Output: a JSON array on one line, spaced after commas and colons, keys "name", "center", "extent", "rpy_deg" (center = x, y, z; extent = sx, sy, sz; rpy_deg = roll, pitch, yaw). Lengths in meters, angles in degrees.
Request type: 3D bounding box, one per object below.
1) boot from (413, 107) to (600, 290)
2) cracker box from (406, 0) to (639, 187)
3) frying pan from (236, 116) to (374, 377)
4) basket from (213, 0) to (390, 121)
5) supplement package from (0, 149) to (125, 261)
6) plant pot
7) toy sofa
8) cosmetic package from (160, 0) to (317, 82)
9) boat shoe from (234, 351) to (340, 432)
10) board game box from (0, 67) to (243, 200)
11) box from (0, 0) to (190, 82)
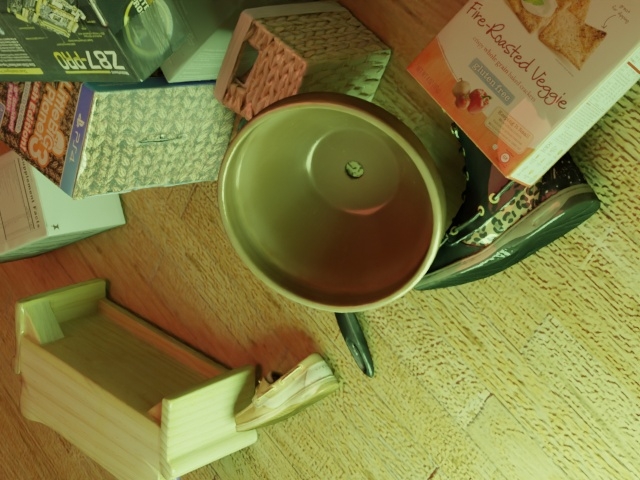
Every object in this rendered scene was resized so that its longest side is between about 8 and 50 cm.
[{"name": "boot", "center": [0.162, -0.062, 1.268], "extent": [0.236, 0.085, 0.178], "rpy_deg": [-34, 70, 43]}, {"name": "cracker box", "center": [0.215, -0.186, 1.144], "extent": [0.232, 0.067, 0.156], "rpy_deg": [-47, 64, 15]}, {"name": "frying pan", "center": [0.006, -0.015, 1.423], "extent": [0.326, 0.053, 0.197], "rpy_deg": [54, 153, 13]}, {"name": "basket", "center": [-0.016, -0.187, 1.356], "extent": [0.103, 0.167, 0.113], "rpy_deg": [39, 124, 25]}, {"name": "supplement package", "center": [-0.416, -0.054, 1.789], "extent": [0.244, 0.134, 0.139], "rpy_deg": [-15, 88, 45]}, {"name": "plant pot", "center": [0.022, -0.053, 1.278], "extent": [0.237, 0.110, 0.237], "rpy_deg": [10, 120, 17]}, {"name": "toy sofa", "center": [-0.259, 0.201, 1.679], "extent": [0.362, 0.150, 0.177], "rpy_deg": [24, 119, 39]}, {"name": "cosmetic package", "center": [-0.090, -0.286, 1.432], "extent": [0.238, 0.127, 0.107], "rpy_deg": [-40, 70, 39]}, {"name": "boat shoe", "center": [-0.048, 0.188, 1.537], "extent": [0.170, 0.063, 0.059], "rpy_deg": [-32, 73, 33]}, {"name": "board game box", "center": [-0.288, -0.191, 1.569], "extent": [0.291, 0.232, 0.141], "rpy_deg": [35, 121, 33]}, {"name": "box", "center": [-0.357, -0.312, 1.281], "extent": [0.395, 0.097, 0.318], "rpy_deg": [7, 135, 43]}]
